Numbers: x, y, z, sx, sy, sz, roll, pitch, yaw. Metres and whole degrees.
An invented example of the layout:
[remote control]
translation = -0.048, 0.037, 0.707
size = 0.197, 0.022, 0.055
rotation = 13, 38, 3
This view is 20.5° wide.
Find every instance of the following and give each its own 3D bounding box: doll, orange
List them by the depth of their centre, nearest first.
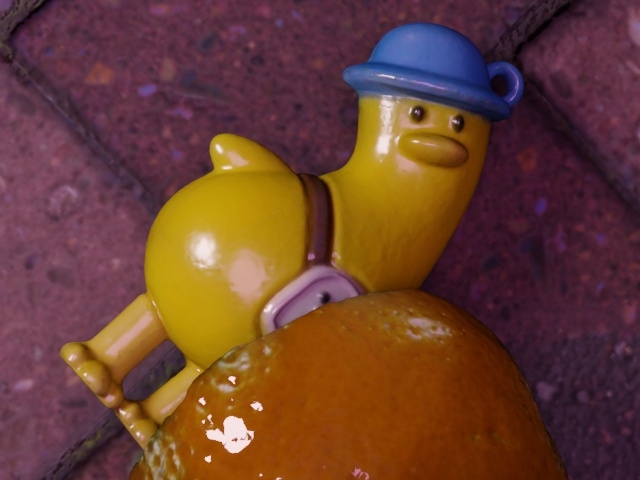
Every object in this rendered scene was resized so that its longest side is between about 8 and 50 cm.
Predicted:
[orange]
translation = 0.041, 0.194, 1.116
size = 0.262, 0.196, 0.335
rotation = -24, 111, -19
[doll]
translation = 0.000, 0.000, 1.182
size = 0.363, 0.145, 0.199
rotation = -40, 107, -11
